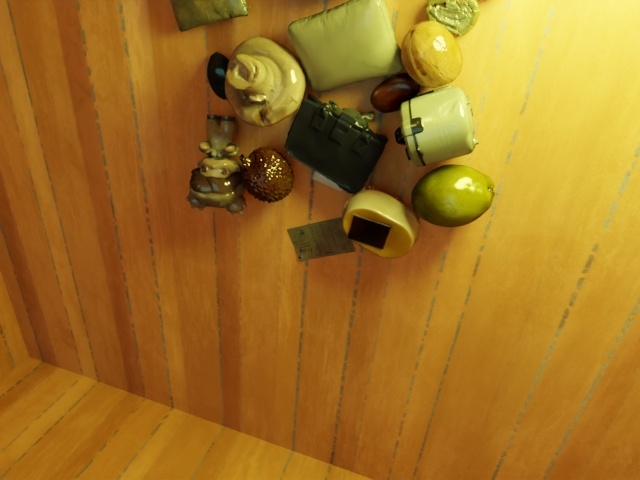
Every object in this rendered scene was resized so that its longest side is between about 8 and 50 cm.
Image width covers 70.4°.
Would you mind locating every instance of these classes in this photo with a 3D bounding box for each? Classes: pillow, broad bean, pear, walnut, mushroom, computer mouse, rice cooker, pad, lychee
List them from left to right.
[{"bbox_3d":[-0.379,-0.823,1.514,0.302,0.075,0.185,0,115,24],"label":"pillow"},{"bbox_3d":[-0.363,-0.590,1.644,0.099,0.057,0.172,2,121,18],"label":"computer mouse"},{"bbox_3d":[-0.212,-0.514,1.484,0.293,0.290,0.292,6,107,20],"label":"mushroom"},{"bbox_3d":[-0.206,-0.248,1.690,0.238,0.200,0.200,29,129,-31],"label":"lychee"},{"bbox_3d":[0.000,0.000,1.859,0.265,0.009,0.159,-12,112,25],"label":"pad"},{"bbox_3d":[0.079,-0.599,1.408,0.322,0.119,0.255,-3,135,31],"label":"pillow"},{"bbox_3d":[0.240,-0.474,1.463,0.114,0.084,0.165,42,129,-21],"label":"broad bean"},{"bbox_3d":[0.324,-0.541,1.333,0.165,0.165,0.197,-31,137,31],"label":"walnut"},{"bbox_3d":[0.353,-0.351,1.410,0.244,0.226,0.226,-15,111,22],"label":"rice cooker"},{"bbox_3d":[0.433,-0.147,1.498,0.269,0.212,0.212,-5,115,28],"label":"pear"}]

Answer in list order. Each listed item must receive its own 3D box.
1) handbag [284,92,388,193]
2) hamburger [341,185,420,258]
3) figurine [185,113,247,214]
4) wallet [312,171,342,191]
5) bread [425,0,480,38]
[{"bbox_3d":[0.059,-0.351,1.582,0.326,0.118,0.269,31,131,1],"label":"handbag"},{"bbox_3d":[0.219,-0.062,1.662,0.295,0.151,0.227,29,129,-5],"label":"hamburger"},{"bbox_3d":[-0.393,-0.290,1.752,0.248,0.203,0.380,6,106,1],"label":"figurine"},{"bbox_3d":[0.035,-0.233,1.709,0.122,0.025,0.061,25,117,7],"label":"wallet"},{"bbox_3d":[0.381,-0.663,1.317,0.156,0.064,0.117,20,121,8],"label":"bread"}]
